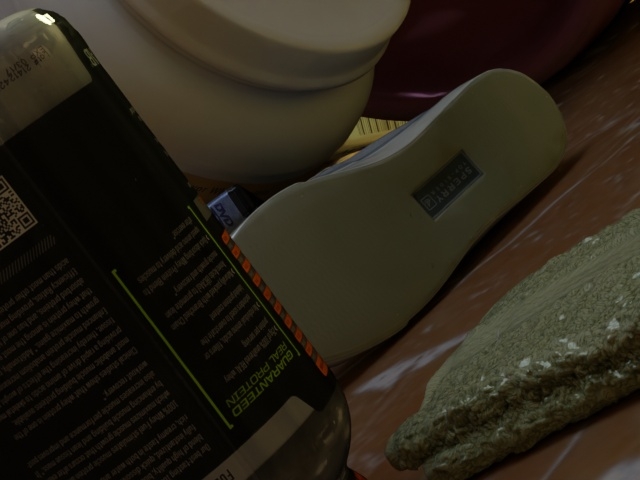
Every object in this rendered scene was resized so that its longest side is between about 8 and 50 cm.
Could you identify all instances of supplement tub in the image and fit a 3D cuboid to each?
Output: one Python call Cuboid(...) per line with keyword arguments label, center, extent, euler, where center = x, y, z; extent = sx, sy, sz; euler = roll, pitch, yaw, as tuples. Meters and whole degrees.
Cuboid(label="supplement tub", center=(-0.109, -0.088, 1.039), extent=(0.316, 0.228, 0.228), euler=(-48, -2, 42))
Cuboid(label="supplement tub", center=(-0.070, 0.037, 0.525), extent=(0.117, 0.190, 0.117), euler=(-36, 7, 5))

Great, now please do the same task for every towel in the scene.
Cuboid(label="towel", center=(0.090, 0.018, 0.533), extent=(0.148, 0.027, 0.110), euler=(-32, 10, 34))

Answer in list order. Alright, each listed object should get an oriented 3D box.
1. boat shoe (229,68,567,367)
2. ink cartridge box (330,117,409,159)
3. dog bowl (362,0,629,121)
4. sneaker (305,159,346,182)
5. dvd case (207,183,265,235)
Cuboid(label="boat shoe", center=(0.024, 0.000, 0.807), extent=(0.227, 0.079, 0.081), euler=(-36, -4, -35))
Cuboid(label="ink cartridge box", center=(-0.076, -0.060, 1.327), extent=(0.224, 0.045, 0.223), euler=(-17, -1, 41))
Cuboid(label="dog bowl", center=(0.040, -0.247, 1.098), extent=(0.408, 0.408, 0.150), euler=(-30, 24, 44))
Cuboid(label="sneaker", center=(0.000, 0.000, 0.929), extent=(0.162, 0.063, 0.073), euler=(-34, 5, 20))
Cuboid(label="dvd case", center=(-0.119, 0.064, 0.998), extent=(0.253, 0.022, 0.180), euler=(-36, -15, 5))
